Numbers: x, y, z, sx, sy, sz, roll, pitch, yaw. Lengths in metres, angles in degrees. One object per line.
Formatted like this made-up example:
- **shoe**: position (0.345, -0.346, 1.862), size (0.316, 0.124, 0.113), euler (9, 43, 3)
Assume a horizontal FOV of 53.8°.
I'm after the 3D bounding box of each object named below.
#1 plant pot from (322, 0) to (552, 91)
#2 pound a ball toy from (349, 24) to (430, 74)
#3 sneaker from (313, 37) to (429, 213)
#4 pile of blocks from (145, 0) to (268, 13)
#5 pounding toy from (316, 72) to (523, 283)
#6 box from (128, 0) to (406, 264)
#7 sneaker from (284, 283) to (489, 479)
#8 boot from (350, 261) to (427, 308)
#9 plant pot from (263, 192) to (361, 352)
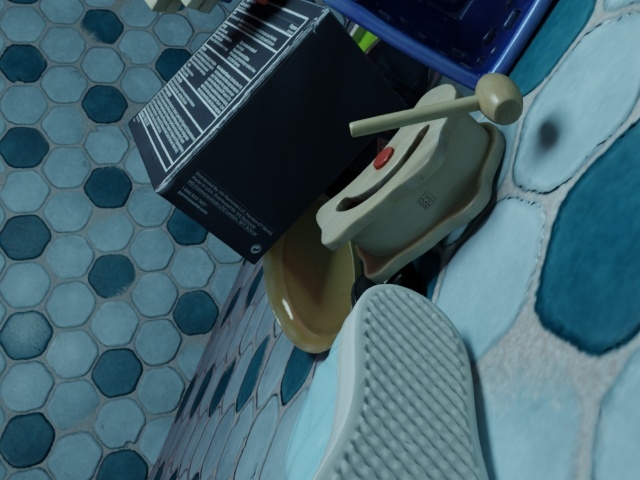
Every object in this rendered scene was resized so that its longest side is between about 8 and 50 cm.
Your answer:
- **plant pot**: position (0.157, -0.346, 0.763), size (0.236, 0.236, 0.212), euler (-60, 6, 23)
- **pound a ball toy**: position (0.079, -0.212, 1.145), size (0.319, 0.136, 0.208), euler (132, 135, -55)
- **sneaker**: position (0.088, -0.148, 0.930), size (0.350, 0.131, 0.148), euler (-69, 18, 4)
- **pile of blocks**: position (-0.051, -0.368, 0.823), size (0.362, 0.112, 0.149), euler (-33, -13, -6)
- **pounding toy**: position (0.083, -0.093, 0.649), size (0.269, 0.155, 0.154), euler (-40, 23, 32)
- **box**: position (-0.089, -0.175, 0.882), size (0.294, 0.183, 0.296), euler (-47, 34, 5)
- **sneaker**: position (0.031, 0.192, 0.426), size (0.366, 0.135, 0.150), euler (-65, -1, -56)
- **boot**: position (0.074, 0.060, 0.698), size (0.099, 0.045, 0.121), euler (-54, 18, 39)
- **plant pot**: position (-0.011, 0.040, 0.896), size (0.236, 0.032, 0.236), euler (7, 99, 56)
